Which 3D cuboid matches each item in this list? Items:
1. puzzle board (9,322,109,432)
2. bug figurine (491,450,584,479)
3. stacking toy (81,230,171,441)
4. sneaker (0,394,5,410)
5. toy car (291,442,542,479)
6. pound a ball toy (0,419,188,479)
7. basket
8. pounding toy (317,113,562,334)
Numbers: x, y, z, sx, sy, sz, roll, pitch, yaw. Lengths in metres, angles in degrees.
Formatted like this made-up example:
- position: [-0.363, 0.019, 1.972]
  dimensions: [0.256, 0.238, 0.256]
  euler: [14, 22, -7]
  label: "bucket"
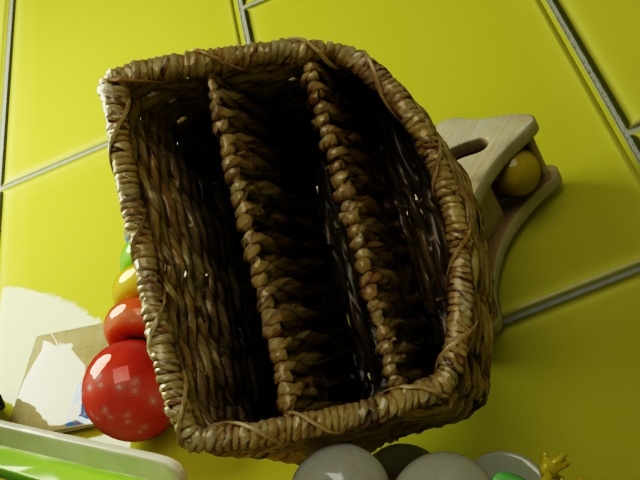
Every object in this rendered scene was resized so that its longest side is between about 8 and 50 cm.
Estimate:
- position: [-0.242, 0.134, 1.245]
  dimensions: [0.096, 0.011, 0.128]
  euler: [-11, 43, 18]
  label: "puzzle board"
- position: [0.104, 0.260, 0.771]
  dimensions: [0.279, 0.216, 0.072]
  euler: [-30, 2, -1]
  label: "bug figurine"
- position: [-0.141, 0.033, 1.207]
  dimensions: [0.141, 0.141, 0.330]
  euler: [-4, 49, 26]
  label: "stacking toy"
- position: [-0.384, 0.130, 1.145]
  dimensions: [0.130, 0.286, 0.109]
  euler: [-38, 71, 6]
  label: "sneaker"
- position: [0.069, 0.210, 0.897]
  dimensions: [0.182, 0.159, 0.136]
  euler: [0, 82, 30]
  label: "toy car"
- position: [-0.282, 0.245, 1.025]
  dimensions: [0.319, 0.136, 0.208]
  euler: [4, 16, 34]
  label: "pound a ball toy"
- position: [0.000, 0.000, 0.959]
  dimensions: [0.213, 0.223, 0.299]
  euler: [-19, 70, 18]
  label: "basket"
- position: [0.091, -0.017, 1.101]
  dimensions: [0.154, 0.155, 0.269]
  euler: [21, 61, 46]
  label: "pounding toy"
